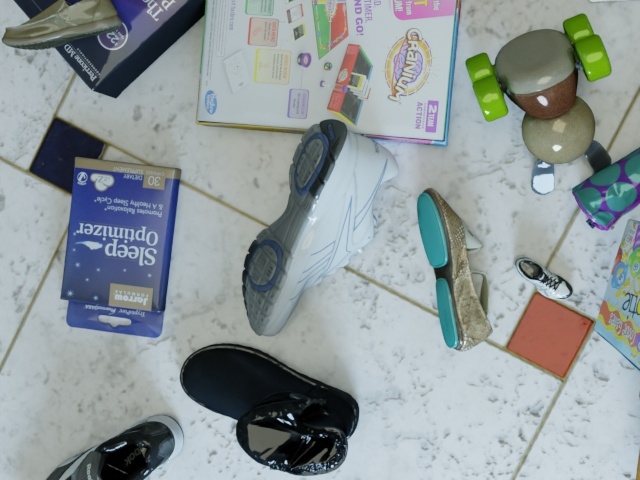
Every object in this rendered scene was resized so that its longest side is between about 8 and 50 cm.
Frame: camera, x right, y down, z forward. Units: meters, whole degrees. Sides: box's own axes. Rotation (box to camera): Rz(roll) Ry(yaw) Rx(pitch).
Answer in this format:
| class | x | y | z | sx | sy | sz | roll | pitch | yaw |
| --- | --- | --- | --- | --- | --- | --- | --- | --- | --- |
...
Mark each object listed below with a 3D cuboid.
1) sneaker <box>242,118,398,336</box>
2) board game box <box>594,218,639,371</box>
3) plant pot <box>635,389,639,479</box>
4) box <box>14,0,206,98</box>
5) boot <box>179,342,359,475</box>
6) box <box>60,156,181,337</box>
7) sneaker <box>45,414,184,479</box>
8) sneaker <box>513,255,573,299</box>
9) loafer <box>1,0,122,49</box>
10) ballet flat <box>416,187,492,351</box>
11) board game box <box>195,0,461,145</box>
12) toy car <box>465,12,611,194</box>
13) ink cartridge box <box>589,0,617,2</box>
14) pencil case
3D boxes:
| class | x | y | z | sx | sy | sz | roll | pitch | yaw |
| --- | --- | --- | --- | --- | --- | --- | --- | --- | --- |
| sneaker | 0.000 | 0.000 | 1.441 | 0.129 | 0.111 | 0.297 | 15 | 115 | -33 |
| board game box | 0.477 | 0.083 | 1.309 | 0.275 | 0.144 | 0.142 | 10 | 104 | -12 |
| plant pot | 0.454 | 0.249 | 1.352 | 0.205 | 0.205 | 0.188 | 17 | 108 | 7 |
| box | -0.294 | -0.340 | 1.483 | 0.184 | 0.103 | 0.261 | -42 | 86 | 9 |
| boot | -0.073 | 0.199 | 1.407 | 0.246 | 0.207 | 0.094 | 19 | 94 | 8 |
| box | -0.261 | 0.010 | 1.516 | 0.136 | 0.036 | 0.225 | 7 | 93 | 8 |
| sneaker | -0.288 | 0.302 | 1.489 | 0.234 | 0.106 | 0.078 | -32 | 86 | 7 |
| sneaker | 0.275 | 0.049 | 1.442 | 0.083 | 0.037 | 0.032 | 30 | 93 | 5 |
| loafer | -0.314 | -0.265 | 1.412 | 0.148 | 0.056 | 0.050 | -11 | 91 | 1 |
| ballet flat | 0.171 | 0.033 | 1.451 | 0.067 | 0.073 | 0.206 | -11 | 92 | -19 |
| board game box | 0.013 | -0.250 | 1.458 | 0.316 | 0.064 | 0.242 | 6 | 92 | 8 |
| toy car | 0.283 | -0.150 | 1.414 | 0.155 | 0.149 | 0.188 | -20 | 117 | 11 |
| ink cartridge box | 0.372 | -0.385 | 1.408 | 0.104 | 0.061 | 0.181 | -2 | 91 | 8 |
| pencil case | 0.384 | -0.071 | 1.411 | 0.151 | 0.064 | 0.070 | -33 | 71 | 8 |
